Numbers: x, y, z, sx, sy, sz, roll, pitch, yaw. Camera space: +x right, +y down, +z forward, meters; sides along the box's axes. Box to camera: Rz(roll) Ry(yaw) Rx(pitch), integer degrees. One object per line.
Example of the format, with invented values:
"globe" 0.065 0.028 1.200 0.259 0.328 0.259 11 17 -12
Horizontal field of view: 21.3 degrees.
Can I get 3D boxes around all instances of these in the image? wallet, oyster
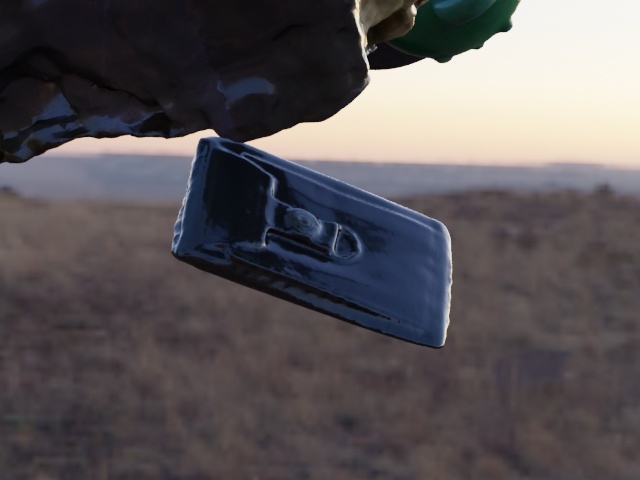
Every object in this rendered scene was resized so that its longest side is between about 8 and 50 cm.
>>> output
"wallet" 0.000 0.000 1.441 0.245 0.052 0.168 20 37 -10
"oyster" -0.073 -0.103 0.700 0.341 0.166 0.110 0 14 2

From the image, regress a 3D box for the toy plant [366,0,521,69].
"toy plant" 0.050 -0.219 1.343 0.280 0.185 0.400 -12 22 -19
